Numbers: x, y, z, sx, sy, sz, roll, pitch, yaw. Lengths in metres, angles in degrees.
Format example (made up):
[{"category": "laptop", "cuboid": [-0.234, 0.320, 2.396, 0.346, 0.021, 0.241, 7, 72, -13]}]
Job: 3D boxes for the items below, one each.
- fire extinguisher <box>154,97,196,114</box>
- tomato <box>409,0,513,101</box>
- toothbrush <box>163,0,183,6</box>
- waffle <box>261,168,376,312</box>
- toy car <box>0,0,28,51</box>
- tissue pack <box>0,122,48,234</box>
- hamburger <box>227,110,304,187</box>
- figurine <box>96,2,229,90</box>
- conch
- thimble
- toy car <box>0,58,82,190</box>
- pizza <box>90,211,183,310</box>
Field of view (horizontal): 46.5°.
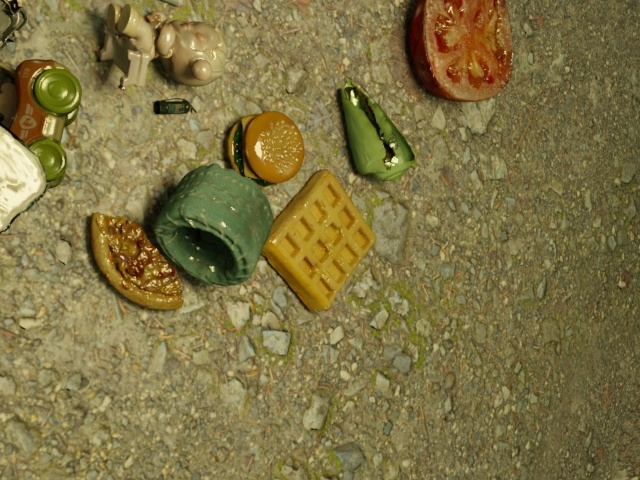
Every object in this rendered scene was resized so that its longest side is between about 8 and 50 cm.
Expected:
[{"category": "fire extinguisher", "cuboid": [-0.280, -0.259, 1.437, 0.083, 0.025, 0.038, -9, 73, -40]}, {"category": "tomato", "cuboid": [0.329, -0.502, 1.870, 0.338, 0.143, 0.339, -3, 94, -36]}, {"category": "toothbrush", "cuboid": [-0.395, -0.486, 1.334, 0.342, 0.030, 0.025, 10, 88, -42]}, {"category": "waffle", "cuboid": [0.000, 0.000, 1.653, 0.248, 0.055, 0.221, -52, 121, -26]}, {"category": "toy car", "cuboid": [-0.557, -0.384, 1.164, 0.097, 0.100, 0.191, -60, 144, -23]}, {"category": "tissue pack", "cuboid": [-0.575, -0.068, 0.944, 0.264, 0.416, 0.253, 48, 59, -27]}, {"category": "hamburger", "cuboid": [-0.109, -0.186, 1.521, 0.162, 0.115, 0.162, 0, 90, -42]}, {"category": "figurine", "cuboid": [-0.266, -0.343, 1.367, 0.256, 0.181, 0.145, -4, 109, -42]}, {"category": "conch", "cuboid": [0.123, -0.244, 1.696, 0.143, 0.137, 0.251, -51, 126, -49]}, {"category": "thimble", "cuboid": [-0.197, -0.023, 1.395, 0.235, 0.198, 0.143, 93, 15, -52]}, {"category": "toy car", "cuboid": [-0.507, -0.191, 1.194, 0.235, 0.145, 0.235, 1, 87, -20]}, {"category": "pizza", "cuboid": [-0.337, 0.044, 1.370, 0.127, 0.058, 0.246, -41, 118, -33]}]
